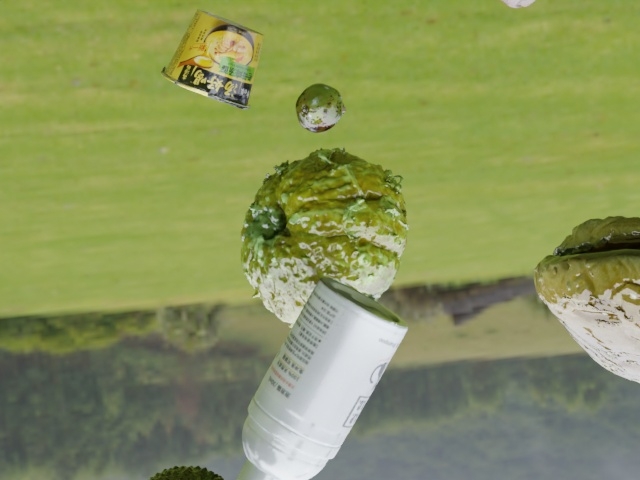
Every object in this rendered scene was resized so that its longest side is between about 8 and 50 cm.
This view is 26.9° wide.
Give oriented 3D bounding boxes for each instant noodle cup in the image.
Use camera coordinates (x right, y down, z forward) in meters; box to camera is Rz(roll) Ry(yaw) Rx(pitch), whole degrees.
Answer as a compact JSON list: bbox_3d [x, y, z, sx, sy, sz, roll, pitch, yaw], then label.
[{"bbox_3d":[-0.160,-0.287,2.100,0.151,0.122,0.151,22,-173,-3],"label":"instant noodle cup"}]

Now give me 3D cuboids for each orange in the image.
[{"bbox_3d":[0.000,0.000,2.127,0.223,0.300,0.301,22,-175,-38],"label":"orange"}]

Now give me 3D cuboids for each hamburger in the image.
[{"bbox_3d":[0.353,0.077,1.351,0.265,0.134,0.285,0,152,32],"label":"hamburger"}]

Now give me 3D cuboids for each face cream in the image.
[{"bbox_3d":[-0.026,0.244,1.875,0.145,0.369,0.145,28,-173,-4],"label":"face cream"}]

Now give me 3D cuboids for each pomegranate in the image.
[{"bbox_3d":[0.002,-0.188,1.940,0.073,0.073,0.084,-10,153,22],"label":"pomegranate"}]

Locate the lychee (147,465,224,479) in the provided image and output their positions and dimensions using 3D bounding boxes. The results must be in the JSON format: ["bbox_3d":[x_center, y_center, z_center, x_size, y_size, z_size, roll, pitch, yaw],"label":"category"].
[{"bbox_3d":[-0.179,0.369,1.757,0.171,0.171,0.171,-8,174,-1],"label":"lychee"}]

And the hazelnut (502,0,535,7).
[{"bbox_3d":[0.327,-0.459,2.206,0.143,0.143,0.154,-6,161,-12],"label":"hazelnut"}]
